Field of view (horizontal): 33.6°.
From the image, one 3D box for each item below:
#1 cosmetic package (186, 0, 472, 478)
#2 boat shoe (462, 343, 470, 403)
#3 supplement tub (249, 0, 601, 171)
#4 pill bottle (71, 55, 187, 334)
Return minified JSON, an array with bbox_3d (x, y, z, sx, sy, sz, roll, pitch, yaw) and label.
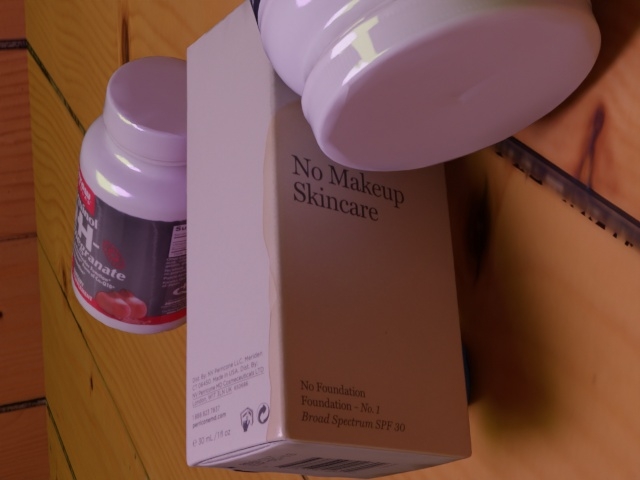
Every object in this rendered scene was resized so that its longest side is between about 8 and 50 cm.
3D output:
[{"bbox_3d":[0.000,0.000,0.732,0.113,0.160,0.309,-25,61,47],"label":"cosmetic package"},{"bbox_3d":[0.026,0.094,0.892,0.258,0.089,0.109,167,95,-66],"label":"boat shoe"},{"bbox_3d":[0.039,-0.199,0.639,0.191,0.191,0.272,126,131,-58],"label":"supplement tub"},{"bbox_3d":[-0.194,-0.050,1.231,0.318,0.176,0.176,108,145,-46],"label":"pill bottle"}]
